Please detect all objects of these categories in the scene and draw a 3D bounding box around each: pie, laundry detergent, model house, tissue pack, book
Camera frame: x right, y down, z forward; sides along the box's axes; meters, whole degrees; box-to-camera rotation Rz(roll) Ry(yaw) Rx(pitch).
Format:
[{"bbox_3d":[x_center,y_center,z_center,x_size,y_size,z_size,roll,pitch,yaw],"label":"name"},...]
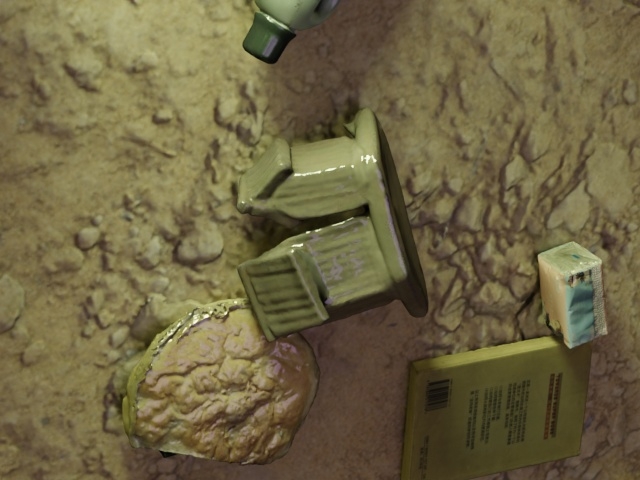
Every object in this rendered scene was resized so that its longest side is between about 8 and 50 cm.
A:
[{"bbox_3d":[-0.094,0.146,1.880,0.218,0.052,0.185,13,107,-29],"label":"pie"},{"bbox_3d":[-0.005,-0.270,1.725,0.099,0.070,0.226,21,101,-45],"label":"laundry detergent"},{"bbox_3d":[0.006,0.000,1.830,0.188,0.122,0.229,-18,106,-5],"label":"model house"},{"bbox_3d":[0.279,0.058,2.021,0.058,0.074,0.094,-17,116,-17],"label":"tissue pack"},{"bbox_3d":[0.200,0.192,2.070,0.230,0.026,0.161,-8,116,-24],"label":"book"}]
